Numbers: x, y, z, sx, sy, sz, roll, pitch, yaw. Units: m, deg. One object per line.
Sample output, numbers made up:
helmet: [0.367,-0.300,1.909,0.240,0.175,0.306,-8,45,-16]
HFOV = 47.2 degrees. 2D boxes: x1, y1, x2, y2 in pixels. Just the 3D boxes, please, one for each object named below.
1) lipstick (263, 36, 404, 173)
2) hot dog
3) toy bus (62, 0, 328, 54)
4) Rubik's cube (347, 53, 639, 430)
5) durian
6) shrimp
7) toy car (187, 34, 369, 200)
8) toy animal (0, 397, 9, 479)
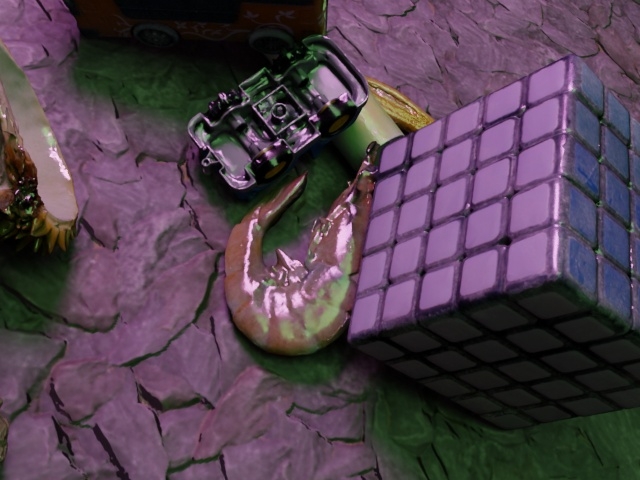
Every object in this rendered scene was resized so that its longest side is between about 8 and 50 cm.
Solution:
lipstick: [-0.018,-0.214,0.859,0.076,0.076,0.304,-28,75,-33]
hot dog: [0.083,-0.168,0.903,0.137,0.028,0.044,27,80,-4]
toy bus: [-0.129,-0.291,0.757,0.275,0.167,0.138,3,77,2]
Rubik's cube: [0.196,0.019,0.685,0.237,0.238,0.237,31,55,-29]
durian: [-0.294,-0.092,0.635,0.144,0.139,0.252,-9,66,-22]
shrimp: [-0.017,-0.002,0.748,0.145,0.059,0.254,11,65,5]
toy car: [-0.045,-0.123,0.781,0.191,0.100,0.097,-37,80,-8]
toy animal: [-0.269,0.208,0.520,0.086,0.069,0.219,8,51,6]
